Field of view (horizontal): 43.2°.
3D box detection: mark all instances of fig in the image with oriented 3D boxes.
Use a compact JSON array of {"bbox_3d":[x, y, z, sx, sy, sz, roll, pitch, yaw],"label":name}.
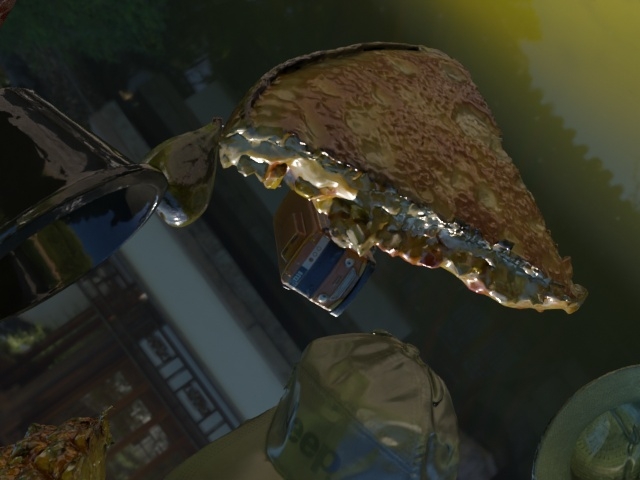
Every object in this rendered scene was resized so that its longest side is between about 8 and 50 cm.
[{"bbox_3d":[-0.226,-0.115,1.356,0.133,0.185,0.126,36,147,-1],"label":"fig"}]

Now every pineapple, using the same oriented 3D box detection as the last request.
[{"bbox_3d":[-0.387,0.356,0.926,0.209,0.344,0.286,7,172,3],"label":"pineapple"}]

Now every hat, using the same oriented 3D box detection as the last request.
[{"bbox_3d":[-0.014,0.176,0.672,0.214,0.245,0.149,31,123,39],"label":"hat"},{"bbox_3d":[0.360,0.247,0.957,0.257,0.257,0.130,57,-176,-9],"label":"hat"}]

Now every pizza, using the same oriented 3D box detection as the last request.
[{"bbox_3d":[0.112,-0.049,0.888,0.406,0.440,0.130,49,129,7],"label":"pizza"}]

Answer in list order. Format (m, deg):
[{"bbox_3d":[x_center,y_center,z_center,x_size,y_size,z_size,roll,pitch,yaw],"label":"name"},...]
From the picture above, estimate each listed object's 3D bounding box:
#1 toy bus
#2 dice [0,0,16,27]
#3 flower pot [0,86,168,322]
[{"bbox_3d":[0.000,0.000,1.083,0.114,0.098,0.201,29,-160,-19],"label":"toy bus"},{"bbox_3d":[-0.365,-0.254,0.671,0.175,0.174,0.179,29,177,18],"label":"dice"},{"bbox_3d":[-0.304,-0.044,0.808,0.166,0.269,0.269,53,164,7],"label":"flower pot"}]
